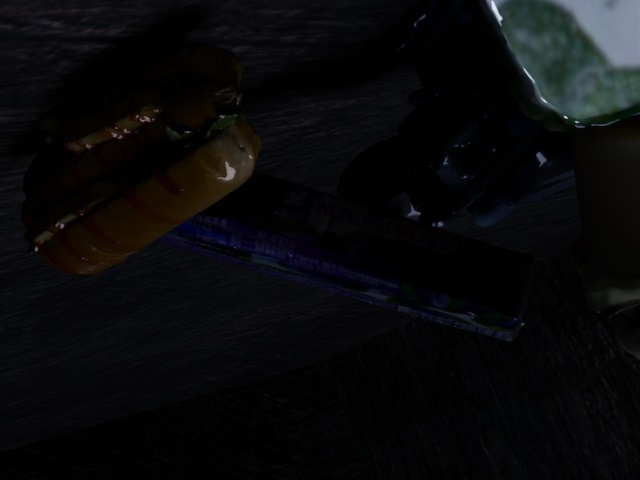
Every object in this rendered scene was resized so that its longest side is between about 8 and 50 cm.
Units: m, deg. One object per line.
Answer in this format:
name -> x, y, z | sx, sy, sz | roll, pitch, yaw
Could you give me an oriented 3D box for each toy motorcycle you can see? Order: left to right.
toy motorcycle -> 0.181, -0.110, 1.249 | 0.232, 0.172, 0.416 | -9, 158, -31

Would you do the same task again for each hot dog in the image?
hot dog -> -0.121, -0.049, 1.117 | 0.076, 0.104, 0.250 | -8, 169, -35

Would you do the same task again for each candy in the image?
candy -> 0.000, 0.000, 1.286 | 0.312, 0.061, 0.088 | 16, 167, 4

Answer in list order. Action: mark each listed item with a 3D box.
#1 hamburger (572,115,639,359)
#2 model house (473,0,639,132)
hamburger -> 0.283, -0.033, 1.014 | 0.302, 0.170, 0.302 | -22, -169, 5
model house -> 0.180, -0.170, 0.916 | 0.271, 0.190, 0.301 | -22, 180, -3
